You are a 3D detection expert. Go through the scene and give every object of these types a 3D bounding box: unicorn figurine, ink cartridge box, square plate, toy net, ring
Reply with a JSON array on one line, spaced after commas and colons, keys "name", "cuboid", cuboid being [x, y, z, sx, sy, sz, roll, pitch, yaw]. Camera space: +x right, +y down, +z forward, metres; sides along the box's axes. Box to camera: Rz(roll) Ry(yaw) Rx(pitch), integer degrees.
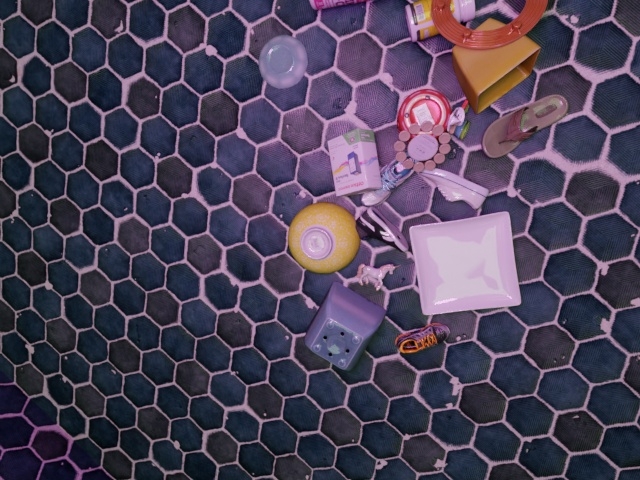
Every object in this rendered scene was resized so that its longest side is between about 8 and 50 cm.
[{"name": "unicorn figurine", "cuboid": [0.217, 0.132, 1.578, 0.162, 0.060, 0.111, 15, 102, 9]}, {"name": "ink cartridge box", "cuboid": [0.123, -0.275, 1.470, 0.154, 0.093, 0.212, -9, 91, 46]}, {"name": "square plate", "cuboid": [0.525, 0.088, 1.499, 0.348, 0.049, 0.343, -9, 97, 14]}, {"name": "toy net", "cuboid": [0.468, -0.403, 1.350, 0.045, 0.232, 0.122, 28, 108, 17]}, {"name": "ring", "cuboid": [0.510, -0.738, 1.248, 0.337, 0.032, 0.336, -4, 74, 14]}]

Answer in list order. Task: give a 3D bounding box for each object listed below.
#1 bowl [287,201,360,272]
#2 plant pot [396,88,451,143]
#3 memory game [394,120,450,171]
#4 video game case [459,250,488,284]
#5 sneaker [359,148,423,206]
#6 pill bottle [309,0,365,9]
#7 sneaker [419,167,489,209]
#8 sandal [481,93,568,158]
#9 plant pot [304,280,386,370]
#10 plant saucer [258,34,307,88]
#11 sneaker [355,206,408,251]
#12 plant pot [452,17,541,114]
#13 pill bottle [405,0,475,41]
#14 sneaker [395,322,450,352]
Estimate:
[{"name": "bowl", "cuboid": [0.000, 0.000, 1.554, 0.290, 0.156, 0.289, 2, 99, 12]}, {"name": "plant pot", "cuboid": [0.358, -0.420, 1.402, 0.191, 0.174, 0.191, 1, 99, 10]}, {"name": "memory game", "cuboid": [0.336, -0.308, 1.350, 0.186, 0.012, 0.186, 3, 131, 3]}, {"name": "video game case", "cuboid": [0.572, 0.101, 1.523, 0.087, 0.011, 0.121, -10, 97, 14]}, {"name": "sneaker", "cuboid": [0.246, -0.230, 1.480, 0.283, 0.122, 0.110, -44, 88, 15]}, {"name": "pill bottle", "cuboid": [0.100, -0.891, 1.384, 0.283, 0.160, 0.160, -3, 98, 13]}, {"name": "sneaker", "cuboid": [0.464, -0.187, 1.455, 0.258, 0.094, 0.091, 24, 99, 7]}, {"name": "sandal", "cuboid": [0.682, -0.394, 1.378, 0.303, 0.086, 0.120, -33, 91, 15]}, {"name": "plant pot", "cuboid": [0.078, 0.344, 1.544, 0.248, 0.252, 0.247, 30, 104, 6]}, {"name": "plant saucer", "cuboid": [-0.147, -0.675, 1.536, 0.195, 0.037, 0.194, 2, 99, 11]}, {"name": "sneaker", "cuboid": [0.223, -0.018, 1.553, 0.217, 0.079, 0.121, 46, 122, -5]}, {"name": "plant pot", "cuboid": [0.544, -0.575, 1.329, 0.212, 0.212, 0.187, -36, 78, 15]}, {"name": "pill bottle", "cuboid": [0.397, -0.755, 1.364, 0.209, 0.119, 0.119, -12, 96, 14]}, {"name": "sneaker", "cuboid": [0.393, 0.385, 1.571, 0.215, 0.083, 0.084, -24, 92, 13]}]
